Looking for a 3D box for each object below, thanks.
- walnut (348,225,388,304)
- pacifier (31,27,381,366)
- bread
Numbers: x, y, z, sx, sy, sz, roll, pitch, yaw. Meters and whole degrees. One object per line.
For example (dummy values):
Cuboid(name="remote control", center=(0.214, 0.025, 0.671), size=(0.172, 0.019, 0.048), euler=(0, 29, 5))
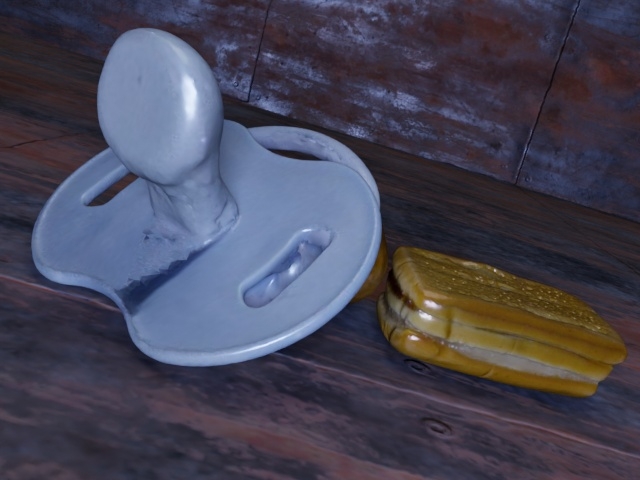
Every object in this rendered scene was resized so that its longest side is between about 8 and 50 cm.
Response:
Cuboid(name="walnut", center=(0.000, 0.000, 0.625), size=(0.115, 0.116, 0.207), euler=(14, 7, -11))
Cuboid(name="pacifier", center=(-0.087, -0.051, 0.469), size=(0.279, 0.207, 0.227), euler=(26, 60, 34))
Cuboid(name="bread", center=(0.146, 0.069, 0.572), size=(0.200, 0.077, 0.116), euler=(15, 12, -12))
